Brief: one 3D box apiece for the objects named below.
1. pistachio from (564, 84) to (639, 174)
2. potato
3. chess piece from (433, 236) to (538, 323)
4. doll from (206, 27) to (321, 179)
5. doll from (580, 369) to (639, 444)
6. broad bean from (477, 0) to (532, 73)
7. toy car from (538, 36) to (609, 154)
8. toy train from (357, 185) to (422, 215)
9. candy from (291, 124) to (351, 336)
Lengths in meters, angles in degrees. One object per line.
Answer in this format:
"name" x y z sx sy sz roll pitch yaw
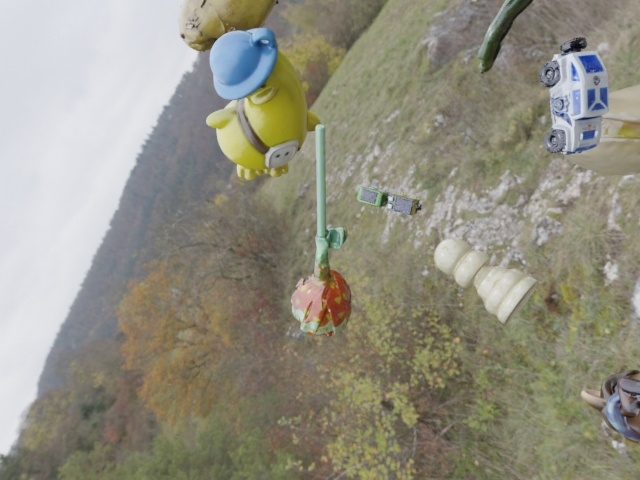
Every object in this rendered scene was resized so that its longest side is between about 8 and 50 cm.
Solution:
"pistachio" 0.941 -0.346 1.497 0.365 0.446 0.281 22 116 54
"potato" -0.172 -0.513 0.989 0.300 0.140 0.173 -48 55 -1
"chess piece" 0.483 0.100 1.447 0.167 0.300 0.167 -36 -31 -26
"doll" -0.094 -0.218 0.810 0.363 0.200 0.145 106 153 -68
"doll" 0.846 0.420 1.200 0.209 0.318 0.340 -55 -10 -7
"broad bean" 0.477 -0.533 1.146 0.292 0.144 0.049 -43 53 31
"toy car" 0.393 -0.219 0.731 0.070 0.080 0.170 -165 64 -66
"toy train" 0.206 -0.121 1.441 0.081 0.202 0.060 -13 -63 -56
"candy" 0.000 -0.001 0.564 0.084 0.078 0.287 48 148 47
